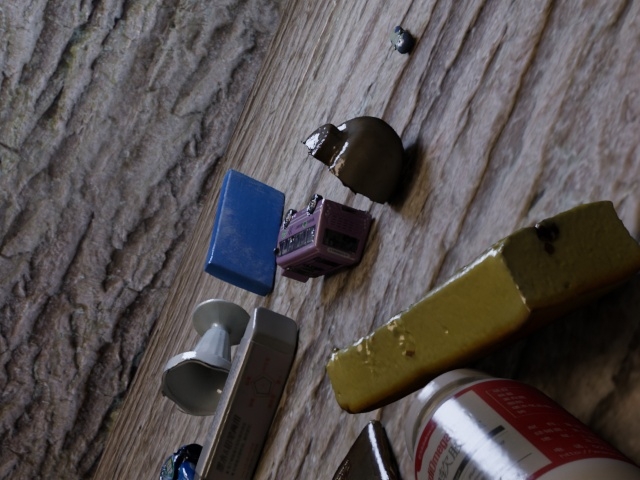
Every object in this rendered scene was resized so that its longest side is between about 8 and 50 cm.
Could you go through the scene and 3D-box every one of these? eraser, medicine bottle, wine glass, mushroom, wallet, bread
[{"bbox_3d":[-0.156,-0.020,2.020,0.043,0.144,0.312,-54,20,37],"label":"eraser"},{"bbox_3d":[0.146,0.180,0.692,0.131,0.131,0.250,-67,15,5],"label":"medicine bottle"},{"bbox_3d":[-0.208,0.226,1.868,0.165,0.164,0.197,-56,11,39],"label":"wine glass"},{"bbox_3d":[0.062,-0.130,1.431,0.117,0.141,0.188,-45,20,2],"label":"mushroom"},{"bbox_3d":[0.051,0.301,1.052,0.122,0.031,0.232,-63,16,15],"label":"wallet"},{"bbox_3d":[-0.126,0.287,1.591,0.352,0.089,0.061,-70,18,-8],"label":"eraser"},{"bbox_3d":[0.129,0.075,0.880,0.077,0.138,0.361,63,150,10],"label":"bread"}]

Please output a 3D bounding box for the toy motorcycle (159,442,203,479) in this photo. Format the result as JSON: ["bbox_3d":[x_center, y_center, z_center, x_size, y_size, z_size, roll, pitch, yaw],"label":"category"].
[{"bbox_3d":[-0.257,0.471,1.807,0.136,0.092,0.254,-55,27,14],"label":"toy motorcycle"}]

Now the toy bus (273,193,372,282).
[{"bbox_3d":[0.000,0.000,1.539,0.199,0.096,0.108,-25,50,65],"label":"toy bus"}]

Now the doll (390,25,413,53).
[{"bbox_3d":[0.138,-0.350,1.666,0.125,0.027,0.037,-109,35,-68],"label":"doll"}]
